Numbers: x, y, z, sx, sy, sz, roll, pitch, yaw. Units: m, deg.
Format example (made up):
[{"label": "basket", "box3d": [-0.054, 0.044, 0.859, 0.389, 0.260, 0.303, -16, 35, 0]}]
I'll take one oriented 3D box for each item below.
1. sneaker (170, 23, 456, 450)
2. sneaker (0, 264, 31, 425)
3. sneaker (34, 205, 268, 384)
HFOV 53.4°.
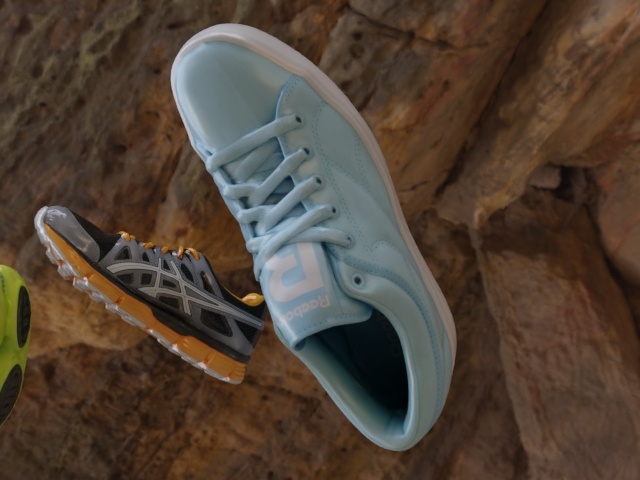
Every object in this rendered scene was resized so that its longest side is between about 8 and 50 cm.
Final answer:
[{"label": "sneaker", "box3d": [0.000, 0.000, 0.489, 0.135, 0.366, 0.150, -32, 11, 21]}, {"label": "sneaker", "box3d": [-0.276, 0.123, 0.332, 0.295, 0.123, 0.109, -53, -14, -9]}, {"label": "sneaker", "box3d": [-0.136, 0.034, 0.531, 0.083, 0.215, 0.084, -58, 24, -17]}]
